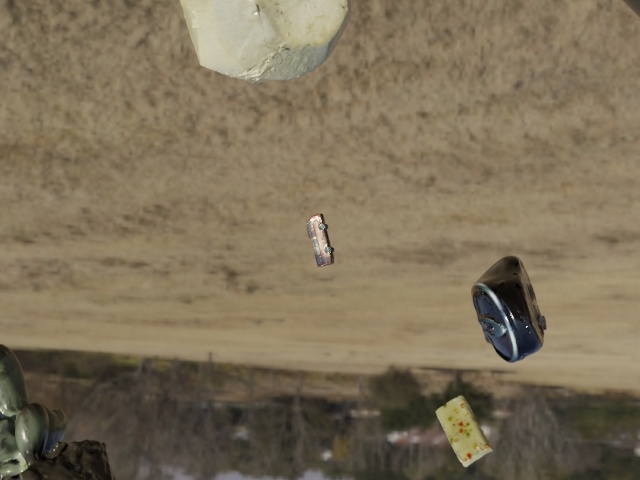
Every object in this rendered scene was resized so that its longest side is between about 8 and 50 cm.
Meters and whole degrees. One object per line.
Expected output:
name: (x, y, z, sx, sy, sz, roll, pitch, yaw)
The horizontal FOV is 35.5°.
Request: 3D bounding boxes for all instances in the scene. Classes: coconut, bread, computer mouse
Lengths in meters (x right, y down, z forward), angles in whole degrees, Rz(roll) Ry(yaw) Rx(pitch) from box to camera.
coconut: (-0.093, -0.358, 1.523, 0.244, 0.245, 0.247, 10, 179, -33)
bread: (0.283, 0.376, 1.987, 0.068, 0.154, 0.028, -36, 127, 9)
computer mouse: (0.287, 0.106, 1.546, 0.096, 0.137, 0.233, -24, -178, 17)

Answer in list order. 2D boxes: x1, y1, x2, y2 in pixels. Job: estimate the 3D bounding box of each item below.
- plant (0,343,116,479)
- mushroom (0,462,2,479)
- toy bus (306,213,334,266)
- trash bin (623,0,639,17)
plant: (-0.335, 0.248, 1.159, 0.146, 0.275, 0.149, -48, 154, 24)
mushroom: (-0.540, 0.474, 1.624, 0.314, 0.314, 0.336, 0, 136, 19)
toy bus: (0.000, 0.000, 2.105, 0.043, 0.110, 0.031, -15, 176, 14)
trash bin: (0.651, -0.447, 1.672, 0.290, 0.182, 0.209, -14, -147, 3)
